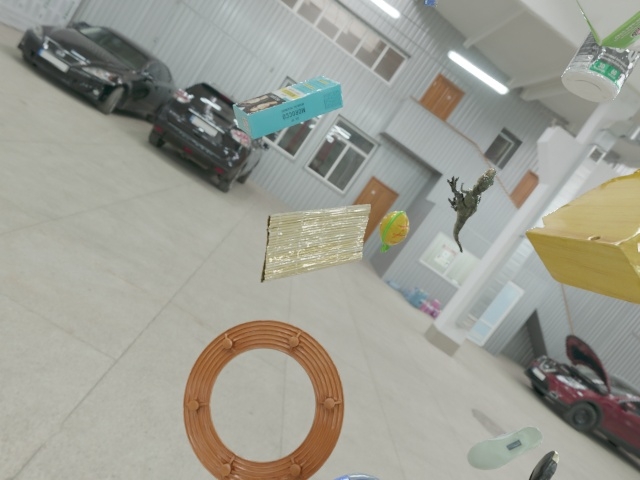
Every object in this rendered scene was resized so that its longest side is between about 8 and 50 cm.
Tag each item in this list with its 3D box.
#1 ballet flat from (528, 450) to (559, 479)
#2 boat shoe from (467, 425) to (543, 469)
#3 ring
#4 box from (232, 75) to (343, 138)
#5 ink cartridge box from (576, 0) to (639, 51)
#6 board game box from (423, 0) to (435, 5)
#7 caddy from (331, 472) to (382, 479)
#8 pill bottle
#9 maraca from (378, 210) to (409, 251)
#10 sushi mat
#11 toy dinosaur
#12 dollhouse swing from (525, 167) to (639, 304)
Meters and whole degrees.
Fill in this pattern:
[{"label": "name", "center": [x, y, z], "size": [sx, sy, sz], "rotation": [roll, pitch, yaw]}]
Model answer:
[{"label": "ballet flat", "center": [0.491, 0.552, 1.023], "size": [0.049, 0.173, 0.057], "rotation": [29, -12, 17]}, {"label": "boat shoe", "center": [0.543, 0.616, 1.353], "size": [0.081, 0.227, 0.079], "rotation": [62, 6, -56]}, {"label": "ring", "center": [-0.119, 0.329, 0.921], "size": [0.336, 0.337, 0.032], "rotation": [37, -7, 13]}, {"label": "box", "center": [-0.076, -0.321, 1.094], "size": [0.100, 0.244, 0.060], "rotation": [44, -28, 48]}, {"label": "ink cartridge box", "center": [0.585, -0.396, 0.690], "size": [0.353, 0.207, 0.119], "rotation": [-8, 72, -29]}, {"label": "board game box", "center": [0.371, -0.847, 1.507], "size": [0.035, 0.136, 0.201], "rotation": [7, 27, 14]}, {"label": "caddy", "center": [0.088, 0.504, 0.803], "size": [0.341, 0.241, 0.179], "rotation": [27, 38, -34]}, {"label": "pill bottle", "center": [1.064, -0.711, 1.662], "size": [0.204, 0.361, 0.204], "rotation": [29, 6, -3]}, {"label": "maraca", "center": [0.256, -0.030, 1.623], "size": [0.099, 0.127, 0.186], "rotation": [41, -31, 26]}, {"label": "sushi mat", "center": [0.000, 0.000, 1.042], "size": [0.316, 0.152, 0.019], "rotation": [-10, 23, -43]}, {"label": "toy dinosaur", "center": [0.381, -0.098, 1.225], "size": [0.063, 0.268, 0.118], "rotation": [-9, 47, -15]}, {"label": "dollhouse swing", "center": [0.681, 0.056, 0.916], "size": [0.305, 0.346, 0.315], "rotation": [66, -14, -14]}]
